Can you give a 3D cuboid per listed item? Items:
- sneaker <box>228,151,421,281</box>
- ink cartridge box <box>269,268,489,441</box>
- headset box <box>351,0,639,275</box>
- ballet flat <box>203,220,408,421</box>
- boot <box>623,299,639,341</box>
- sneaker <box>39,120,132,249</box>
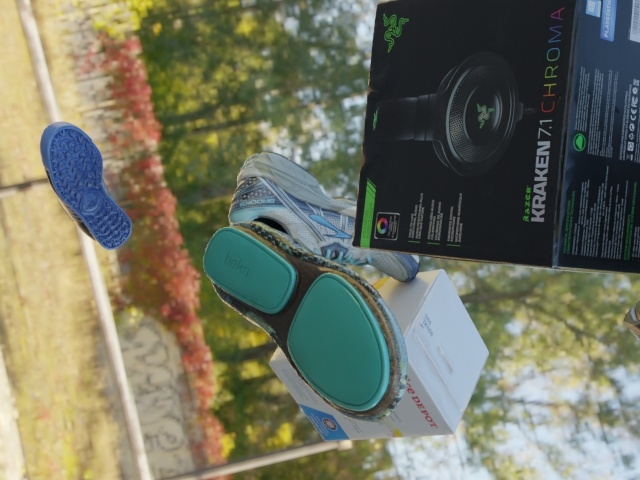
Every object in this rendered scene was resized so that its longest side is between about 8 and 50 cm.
[{"bbox_3d":[0.000,0.000,1.470,0.122,0.283,0.110,-65,-174,-27],"label":"sneaker"},{"bbox_3d":[0.088,0.167,1.532,0.171,0.233,0.168,58,42,-26],"label":"ink cartridge box"},{"bbox_3d":[0.161,-0.101,0.973,0.283,0.131,0.246,7,-89,55],"label":"headset box"},{"bbox_3d":[0.004,0.041,0.603,0.188,0.070,0.070,41,-31,47],"label":"ballet flat"},{"bbox_3d":[0.689,0.172,1.438,0.445,0.367,0.146,50,18,-4],"label":"boot"},{"bbox_3d":[-0.338,-0.082,1.475,0.090,0.081,0.232,34,-26,35],"label":"sneaker"}]
